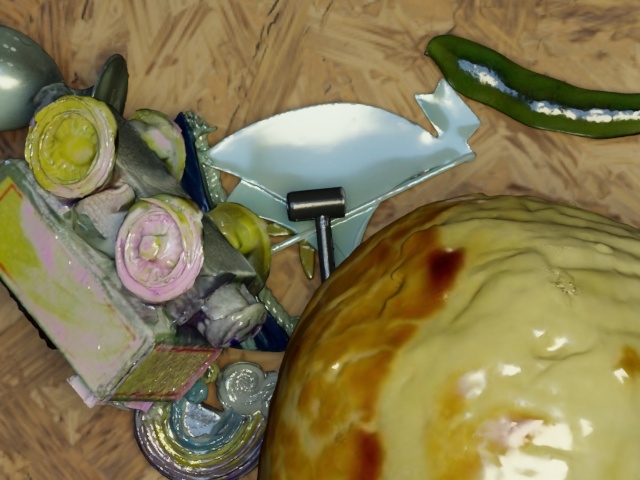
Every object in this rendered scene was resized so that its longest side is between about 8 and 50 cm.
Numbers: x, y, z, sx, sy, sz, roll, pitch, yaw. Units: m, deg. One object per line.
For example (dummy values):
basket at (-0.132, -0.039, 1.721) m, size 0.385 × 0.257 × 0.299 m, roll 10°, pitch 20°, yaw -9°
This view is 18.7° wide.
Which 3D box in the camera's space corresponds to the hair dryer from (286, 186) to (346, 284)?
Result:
hair dryer at (0.000, 0.000, 1.558) m, size 0.047 × 0.026 × 0.083 m, roll -6°, pitch 86°, yaw -6°

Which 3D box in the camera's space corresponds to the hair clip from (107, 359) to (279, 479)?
hair clip at (-0.104, 0.142, 1.593) m, size 0.172 × 0.049 × 0.116 m, roll 20°, pitch 98°, yaw 4°

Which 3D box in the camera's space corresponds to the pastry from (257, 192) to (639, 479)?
pastry at (0.114, 0.150, 1.379) m, size 0.313 × 0.388 × 0.388 m, roll 5°, pitch 82°, yaw -8°

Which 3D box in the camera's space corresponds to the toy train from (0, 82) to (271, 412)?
toy train at (-0.160, 0.002, 1.513) m, size 0.177 × 0.134 × 0.261 m, roll -47°, pitch 67°, yaw 15°

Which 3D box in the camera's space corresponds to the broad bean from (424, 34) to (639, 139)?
broad bean at (0.193, -0.122, 1.584) m, size 0.227 × 0.039 × 0.069 m, roll 10°, pitch 89°, yaw 10°

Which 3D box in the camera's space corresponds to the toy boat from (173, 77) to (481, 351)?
toy boat at (-0.003, -0.043, 1.594) m, size 0.291 × 0.067 × 0.220 m, roll -28°, pitch 78°, yaw 2°

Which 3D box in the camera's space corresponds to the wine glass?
wine glass at (-0.271, -0.136, 1.637) m, size 0.202 × 0.093 × 0.093 m, roll 15°, pitch 84°, yaw 12°
